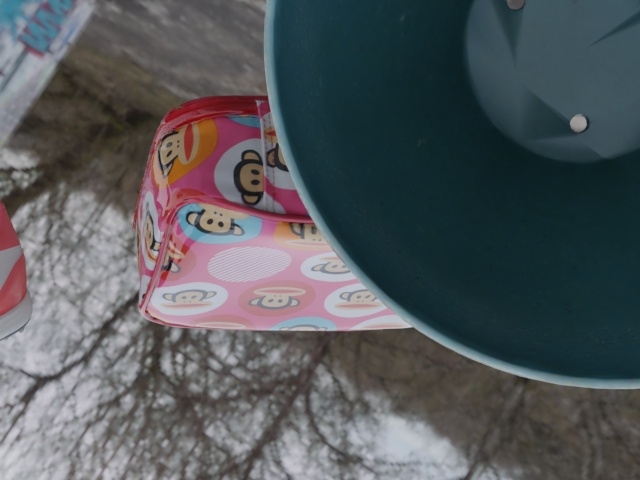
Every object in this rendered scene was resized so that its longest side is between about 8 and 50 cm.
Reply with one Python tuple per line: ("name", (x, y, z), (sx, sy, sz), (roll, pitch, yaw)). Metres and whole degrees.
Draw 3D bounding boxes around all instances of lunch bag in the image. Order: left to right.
("lunch bag", (0.000, 0.000, 0.863), (0.293, 0.120, 0.258), (2, 150, -17))

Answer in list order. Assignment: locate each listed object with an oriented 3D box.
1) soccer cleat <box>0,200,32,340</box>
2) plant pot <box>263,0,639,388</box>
("soccer cleat", (-0.360, 0.061, 0.823), (0.108, 0.116, 0.318), (15, -153, 33))
("plant pot", (0.134, -0.096, 0.528), (0.290, 0.290, 0.195), (34, -166, 2))
